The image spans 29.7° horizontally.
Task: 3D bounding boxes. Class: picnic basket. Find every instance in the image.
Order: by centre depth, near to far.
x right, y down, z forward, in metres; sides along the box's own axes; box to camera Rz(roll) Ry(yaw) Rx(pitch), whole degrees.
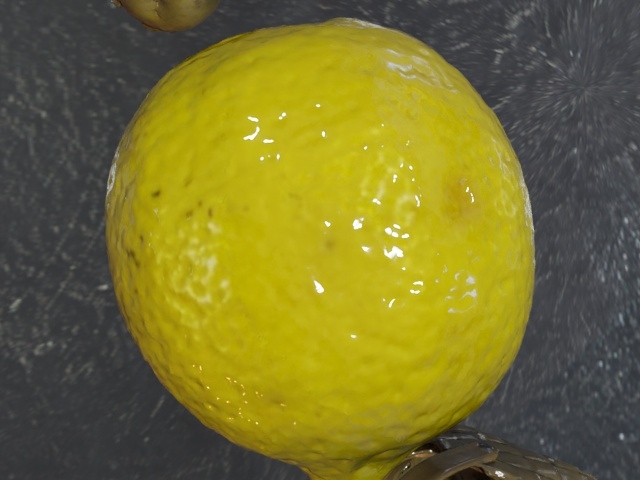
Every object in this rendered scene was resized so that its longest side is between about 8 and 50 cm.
[{"bbox_3d":[0.078,0.181,0.708,0.138,0.178,0.128,17,99,36],"label":"picnic basket"}]

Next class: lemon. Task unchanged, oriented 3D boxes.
[{"bbox_3d":[0.004,0.008,0.654,0.228,0.228,0.253,-24,94,14],"label":"lemon"}]

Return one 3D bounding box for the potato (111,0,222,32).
[{"bbox_3d":[-0.118,-0.231,0.910,0.137,0.137,0.176,-47,44,14],"label":"potato"}]
